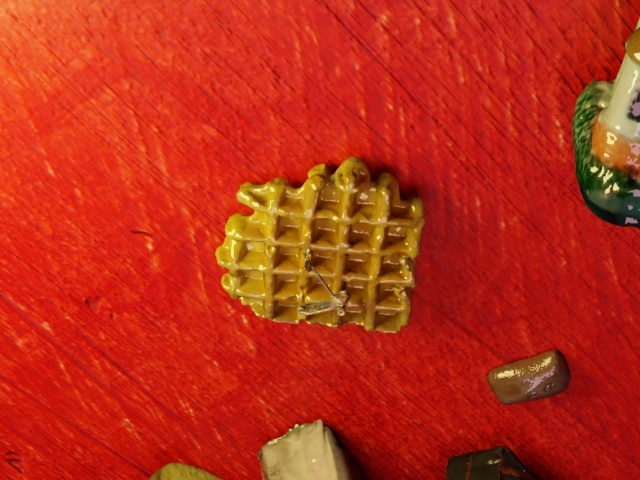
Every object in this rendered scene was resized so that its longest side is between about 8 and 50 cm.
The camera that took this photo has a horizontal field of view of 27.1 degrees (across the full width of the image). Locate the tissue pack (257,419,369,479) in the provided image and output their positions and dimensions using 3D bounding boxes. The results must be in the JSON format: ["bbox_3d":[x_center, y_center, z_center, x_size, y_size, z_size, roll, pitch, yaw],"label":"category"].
[{"bbox_3d":[0.064,0.456,1.687,0.124,0.288,0.394,-26,125,10],"label":"tissue pack"}]

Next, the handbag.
[{"bbox_3d":[0.244,0.380,1.697,0.155,0.169,0.215,-18,130,36],"label":"handbag"}]

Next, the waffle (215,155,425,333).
[{"bbox_3d":[0.000,-0.001,1.462,0.229,0.057,0.219,5,129,-2],"label":"waffle"}]

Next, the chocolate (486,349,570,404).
[{"bbox_3d":[0.254,0.173,1.614,0.101,0.031,0.064,-16,123,17],"label":"chocolate"}]

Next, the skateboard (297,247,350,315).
[{"bbox_3d":[-0.011,0.049,1.449,0.064,0.032,0.083,-11,132,26],"label":"skateboard"}]

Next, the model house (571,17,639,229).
[{"bbox_3d":[0.387,-0.167,1.243,0.253,0.184,0.291,8,125,1],"label":"model house"}]

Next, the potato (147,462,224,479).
[{"bbox_3d":[-0.136,0.412,1.753,0.176,0.141,0.298,-30,123,12],"label":"potato"}]
